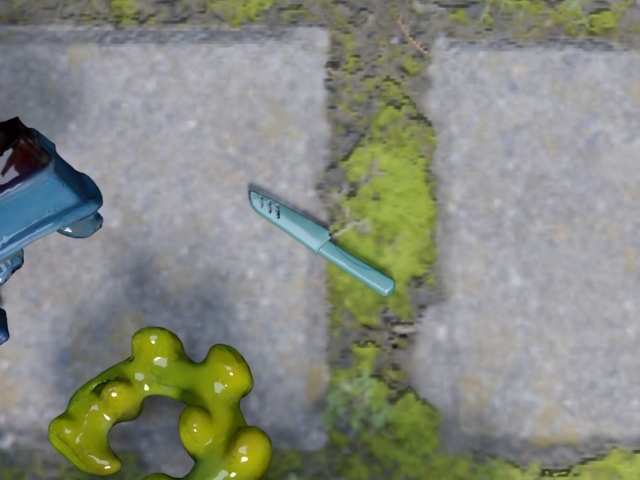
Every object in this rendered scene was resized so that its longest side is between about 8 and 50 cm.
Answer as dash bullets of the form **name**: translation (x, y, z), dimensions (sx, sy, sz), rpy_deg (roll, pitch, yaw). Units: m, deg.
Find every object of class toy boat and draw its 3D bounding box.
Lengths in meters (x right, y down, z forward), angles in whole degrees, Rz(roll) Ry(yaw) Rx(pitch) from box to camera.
- **toy boat**: translation (-0.206, 0.027, 0.880), dimensions (0.223, 0.100, 0.097), rpy_deg (-28, 109, -3)

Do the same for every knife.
- **knife**: translation (0.000, 0.000, 0.923), dimensions (0.091, 0.005, 0.014), rpy_deg (32, 76, 11)

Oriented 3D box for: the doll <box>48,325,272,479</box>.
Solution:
- **doll**: translation (-0.044, 0.217, 0.801), dimensions (0.341, 0.099, 0.346), rpy_deg (-37, 76, -12)
